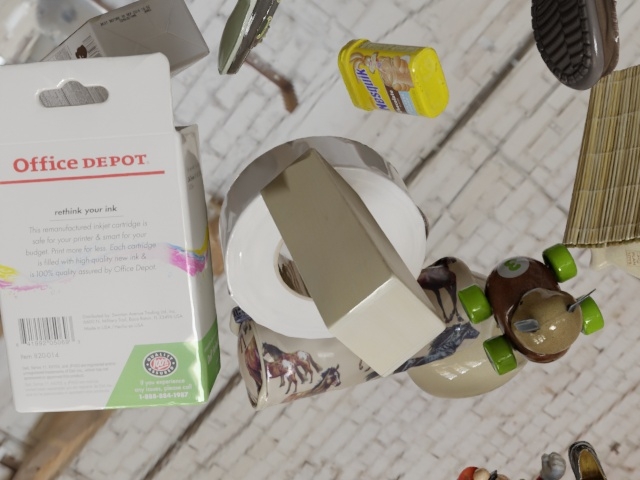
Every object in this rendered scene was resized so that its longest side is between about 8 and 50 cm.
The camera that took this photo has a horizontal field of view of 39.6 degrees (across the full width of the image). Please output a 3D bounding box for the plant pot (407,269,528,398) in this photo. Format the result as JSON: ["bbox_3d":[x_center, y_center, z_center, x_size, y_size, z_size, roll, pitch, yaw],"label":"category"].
[{"bbox_3d":[0.330,0.195,1.844,0.191,0.284,0.284,-5,-128,56],"label":"plant pot"}]

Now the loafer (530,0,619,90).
[{"bbox_3d":[0.381,-0.394,1.274,0.134,0.130,0.365,148,-62,-69],"label":"loafer"}]

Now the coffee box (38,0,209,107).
[{"bbox_3d":[-0.333,-0.277,1.417,0.168,0.118,0.297,-34,-167,-35],"label":"coffee box"}]

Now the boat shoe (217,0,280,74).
[{"bbox_3d":[-0.116,-0.381,1.540,0.227,0.069,0.081,-63,-145,32],"label":"boat shoe"}]

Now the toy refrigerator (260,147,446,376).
[{"bbox_3d":[0.024,0.017,0.969,0.094,0.102,0.269,-40,-143,8],"label":"toy refrigerator"}]

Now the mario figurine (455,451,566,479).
[{"bbox_3d":[0.391,0.516,1.804,0.321,0.198,0.170,-7,-99,48],"label":"mario figurine"}]

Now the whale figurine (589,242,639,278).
[{"bbox_3d":[0.757,0.015,2.047,0.272,0.216,0.141,-2,-158,36],"label":"whale figurine"}]

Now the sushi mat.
[{"bbox_3d":[0.455,-0.134,1.355,0.151,0.019,0.316,-9,-122,48],"label":"sushi mat"}]

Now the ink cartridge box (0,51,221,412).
[{"bbox_3d":[-0.224,-0.010,0.928,0.119,0.207,0.353,-75,162,-79],"label":"ink cartridge box"}]

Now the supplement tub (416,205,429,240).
[{"bbox_3d":[0.119,-0.016,1.569,0.117,0.117,0.190,-47,164,21],"label":"supplement tub"}]

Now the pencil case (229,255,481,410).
[{"bbox_3d":[0.062,0.139,1.448,0.159,0.411,0.183,98,-27,-52],"label":"pencil case"}]

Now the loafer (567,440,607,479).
[{"bbox_3d":[0.471,0.431,1.529,0.062,0.170,0.061,-23,168,6],"label":"loafer"}]

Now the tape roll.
[{"bbox_3d":[0.000,0.000,1.253,0.286,0.286,0.100,-48,-150,19],"label":"tape roll"}]

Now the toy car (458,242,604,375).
[{"bbox_3d":[0.274,0.084,1.114,0.155,0.148,0.188,-26,172,1],"label":"toy car"}]

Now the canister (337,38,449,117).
[{"bbox_3d":[0.122,-0.269,1.479,0.170,0.126,0.073,17,-128,45],"label":"canister"}]
